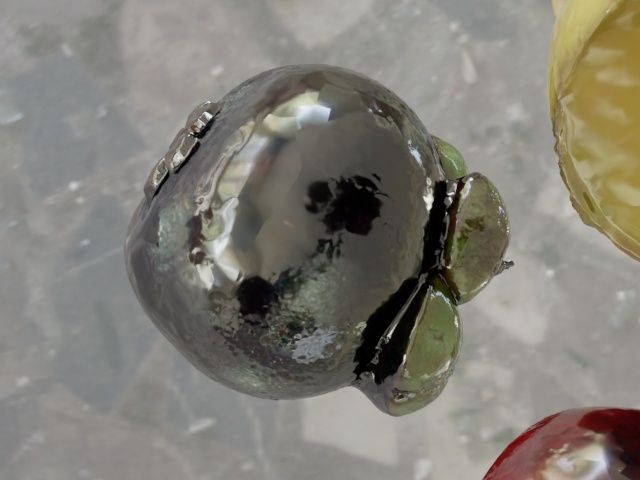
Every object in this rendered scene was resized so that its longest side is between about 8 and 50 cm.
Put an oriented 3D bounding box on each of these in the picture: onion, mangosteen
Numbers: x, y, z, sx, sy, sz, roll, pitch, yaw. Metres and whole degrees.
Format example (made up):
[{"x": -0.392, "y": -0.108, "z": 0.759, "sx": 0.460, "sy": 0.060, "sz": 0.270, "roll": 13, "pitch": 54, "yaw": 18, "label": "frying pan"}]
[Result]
[{"x": 0.120, "y": 0.123, "z": 0.674, "sx": 0.131, "sy": 0.131, "sz": 0.131, "roll": 6, "pitch": 78, "yaw": -31, "label": "onion"}, {"x": 0.000, "y": 0.000, "z": 1.114, "sx": 0.243, "sy": 0.243, "sz": 0.243, "roll": 6, "pitch": 78, "yaw": -31, "label": "mangosteen"}]

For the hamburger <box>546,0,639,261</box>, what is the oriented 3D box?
[{"x": 0.246, "y": -0.125, "z": 0.791, "sx": 0.261, "sy": 0.302, "sz": 0.186, "roll": 19, "pitch": 51, "yaw": -15, "label": "hamburger"}]
